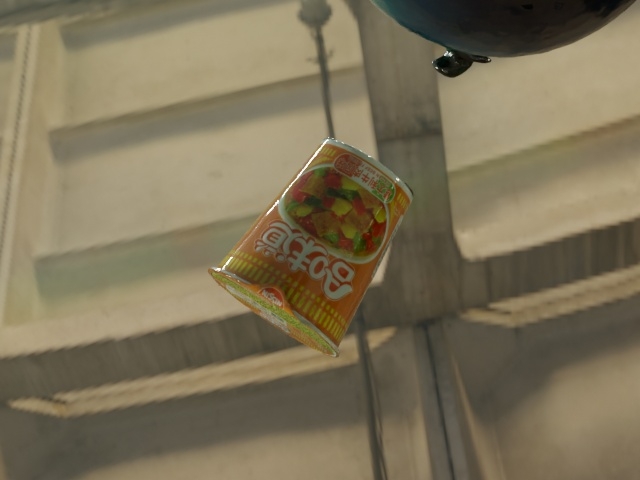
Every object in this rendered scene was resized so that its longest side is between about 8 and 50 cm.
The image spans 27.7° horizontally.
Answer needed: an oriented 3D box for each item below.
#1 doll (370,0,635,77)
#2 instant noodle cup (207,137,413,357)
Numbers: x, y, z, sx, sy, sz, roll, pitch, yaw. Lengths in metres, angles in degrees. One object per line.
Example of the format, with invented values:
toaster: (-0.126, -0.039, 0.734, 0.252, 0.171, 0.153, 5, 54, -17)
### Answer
doll: (0.103, -0.230, 0.662, 0.199, 0.322, 0.186, 0, -146, -13)
instant noodle cup: (0.000, 0.000, 1.340, 0.168, 0.168, 0.185, 26, -103, 31)
